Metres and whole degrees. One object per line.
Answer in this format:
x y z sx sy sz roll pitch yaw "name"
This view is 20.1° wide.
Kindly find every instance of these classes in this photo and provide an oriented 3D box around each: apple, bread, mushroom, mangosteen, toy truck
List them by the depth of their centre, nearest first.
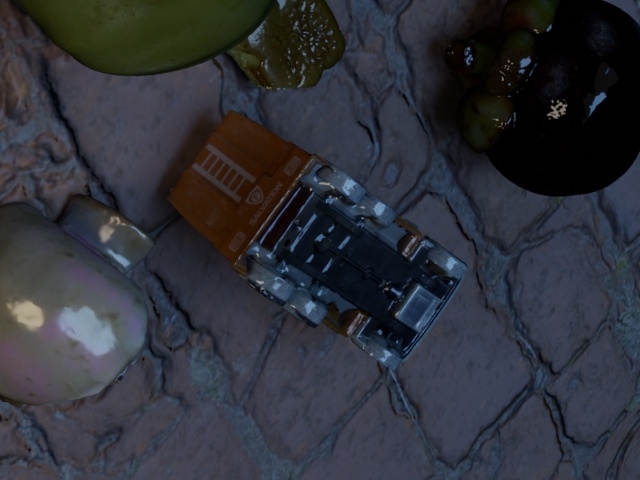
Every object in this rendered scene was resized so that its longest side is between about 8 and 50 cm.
-0.171 -0.290 1.828 0.279 0.279 0.279 -19 119 -39 "apple"
-0.282 0.055 1.934 0.236 0.162 0.173 -55 137 -16 "mushroom"
-0.046 -0.237 2.118 0.128 0.069 0.140 -51 133 -16 "bread"
0.000 0.000 2.162 0.173 0.207 0.387 -54 142 1 "toy truck"
0.300 -0.193 2.361 0.288 0.233 0.287 -24 141 -21 "mangosteen"
